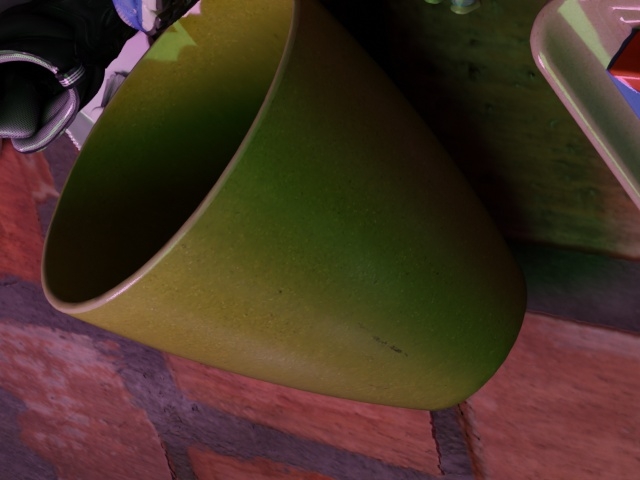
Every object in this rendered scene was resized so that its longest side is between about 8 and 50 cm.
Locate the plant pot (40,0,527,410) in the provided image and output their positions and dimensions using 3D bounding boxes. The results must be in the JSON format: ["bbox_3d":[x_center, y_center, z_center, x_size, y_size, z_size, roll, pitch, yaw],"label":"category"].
[{"bbox_3d":[0.000,0.000,1.006,0.293,0.275,0.275,34,145,-27],"label":"plant pot"}]

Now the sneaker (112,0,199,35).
[{"bbox_3d":[-0.135,-0.287,0.887,0.147,0.130,0.330,14,130,27],"label":"sneaker"}]

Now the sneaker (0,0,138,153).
[{"bbox_3d":[-0.247,-0.142,1.077,0.268,0.153,0.101,-10,134,40],"label":"sneaker"}]

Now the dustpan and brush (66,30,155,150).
[{"bbox_3d":[-0.134,-0.061,1.168,0.147,0.060,0.211,-19,119,46],"label":"dustpan and brush"}]

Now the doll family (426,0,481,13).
[{"bbox_3d":[0.038,-0.216,0.876,0.193,0.076,0.111,16,135,13],"label":"doll family"}]

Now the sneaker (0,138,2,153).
[{"bbox_3d":[-0.408,-0.110,1.291,0.232,0.090,0.115,36,146,-2],"label":"sneaker"}]

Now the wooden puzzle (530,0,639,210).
[{"bbox_3d":[0.320,-0.049,0.758,0.348,0.080,0.322,-22,112,46],"label":"wooden puzzle"}]
